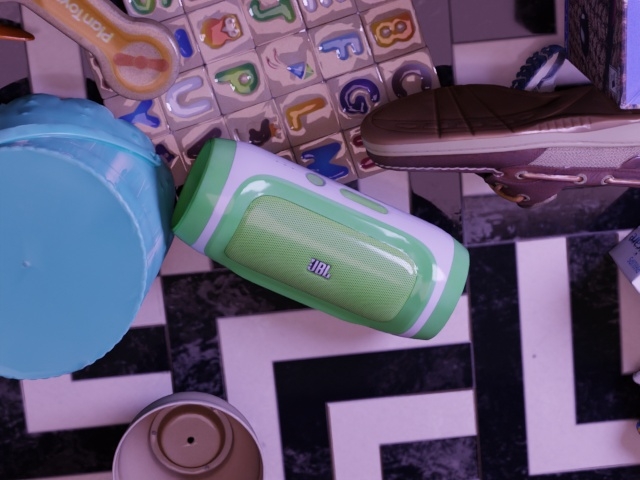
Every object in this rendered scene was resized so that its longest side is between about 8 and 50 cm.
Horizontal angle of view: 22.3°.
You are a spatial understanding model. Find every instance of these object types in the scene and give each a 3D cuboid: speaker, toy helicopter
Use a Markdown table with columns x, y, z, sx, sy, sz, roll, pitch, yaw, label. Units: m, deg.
| x | y | z | sx | sy | sz | roll | pitch | yaw | label |
| --- | --- | --- | --- | --- | --- | --- | --- | --- | --- |
| 0.000 | 0.000 | 1.691 | 0.296 | 0.131 | 0.131 | 23 | 103 | -13 | speaker |
| -0.297 | -0.252 | 1.610 | 0.355 | 0.140 | 0.235 | 38 | 102 | -15 | toy helicopter |

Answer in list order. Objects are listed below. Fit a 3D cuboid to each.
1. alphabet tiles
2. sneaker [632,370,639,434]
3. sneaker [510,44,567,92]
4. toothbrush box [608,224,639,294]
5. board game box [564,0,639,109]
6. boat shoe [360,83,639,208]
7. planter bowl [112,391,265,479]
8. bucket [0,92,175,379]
| x | y | z | sx | sy | sz | roll | pitch | yaw | label |
| --- | --- | --- | --- | --- | --- | --- | --- | --- | --- |
| -0.058 | -0.177 | 1.704 | 0.342 | 0.011 | 0.285 | -18 | 105 | 2 | alphabet tiles |
| 0.398 | 0.221 | 1.815 | 0.084 | 0.069 | 0.185 | -9 | 103 | 13 | sneaker |
| 0.226 | -0.144 | 1.712 | 0.058 | 0.052 | 0.135 | 26 | 112 | -14 | sneaker |
| 0.487 | 0.009 | 1.727 | 0.283 | 0.122 | 0.206 | -41 | 103 | 10 | toothbrush box |
| 0.328 | -0.266 | 1.553 | 0.141 | 0.291 | 0.232 | -2 | 105 | -1 | board game box |
| 0.211 | -0.084 | 1.649 | 0.342 | 0.123 | 0.123 | -5 | 120 | -8 | boat shoe |
| -0.141 | 0.231 | 1.762 | 0.162 | 0.109 | 0.162 | -1 | 106 | -3 | planter bowl |
| -0.287 | -0.002 | 1.648 | 0.281 | 0.183 | 0.281 | 0 | 106 | -1 | bucket |
